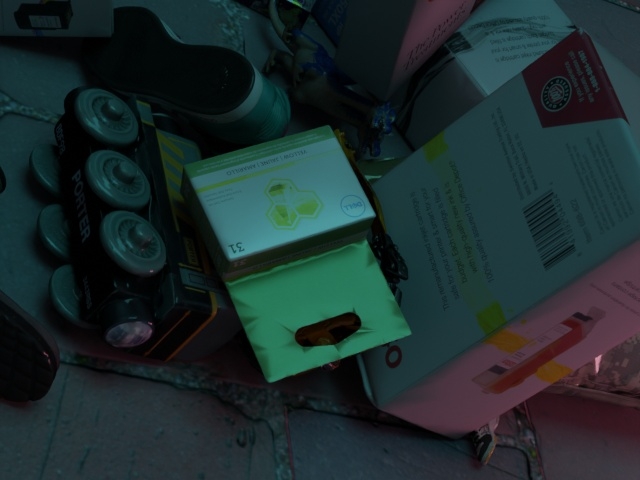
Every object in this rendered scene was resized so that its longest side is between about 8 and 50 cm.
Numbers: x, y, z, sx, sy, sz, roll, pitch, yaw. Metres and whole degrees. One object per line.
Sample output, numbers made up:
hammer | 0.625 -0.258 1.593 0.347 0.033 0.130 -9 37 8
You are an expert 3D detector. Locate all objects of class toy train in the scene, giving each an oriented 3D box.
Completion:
toy train | -0.192 -0.020 1.459 0.190 0.142 0.334 19 40 -38

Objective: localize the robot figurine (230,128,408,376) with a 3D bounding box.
robot figurine | -0.007 0.022 1.518 0.085 0.211 0.291 51 23 -52

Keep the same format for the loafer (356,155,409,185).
loafer | 0.100 -0.086 1.780 0.148 0.050 0.056 3 51 -34

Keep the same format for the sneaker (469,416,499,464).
sneaker | 0.181 0.222 1.568 0.037 0.032 0.083 22 34 -4

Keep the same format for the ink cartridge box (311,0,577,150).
ink cartridge box | 0.220 -0.253 1.933 0.285 0.166 0.395 -14 61 -41

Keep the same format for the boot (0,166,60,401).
boot | -0.360 -0.008 1.341 0.338 0.118 0.222 38 35 -5

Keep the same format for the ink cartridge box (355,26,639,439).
ink cartridge box | 0.215 0.002 1.511 0.160 0.385 0.279 28 37 -41

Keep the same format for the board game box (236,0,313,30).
board game box | -0.089 -0.460 2.005 0.208 0.056 0.346 22 43 -11

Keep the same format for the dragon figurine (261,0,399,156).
dragon figurine | 0.009 -0.223 1.813 0.144 0.085 0.289 11 39 -29

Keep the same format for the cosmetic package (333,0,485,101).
cosmetic package | 0.181 -0.384 1.692 0.097 0.284 0.377 37 64 13

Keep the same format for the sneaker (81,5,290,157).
sneaker | -0.144 -0.177 1.646 0.295 0.124 0.178 29 -10 38

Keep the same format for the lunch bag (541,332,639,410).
lunch bag | 0.356 0.090 1.686 0.305 0.212 0.256 14 56 -27

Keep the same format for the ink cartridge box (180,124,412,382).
ink cartridge box | -0.022 0.009 1.395 0.171 0.056 0.235 -17 64 -21

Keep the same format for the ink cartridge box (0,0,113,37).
ink cartridge box | -0.333 -0.309 1.625 0.175 0.072 0.127 -1 49 -10
